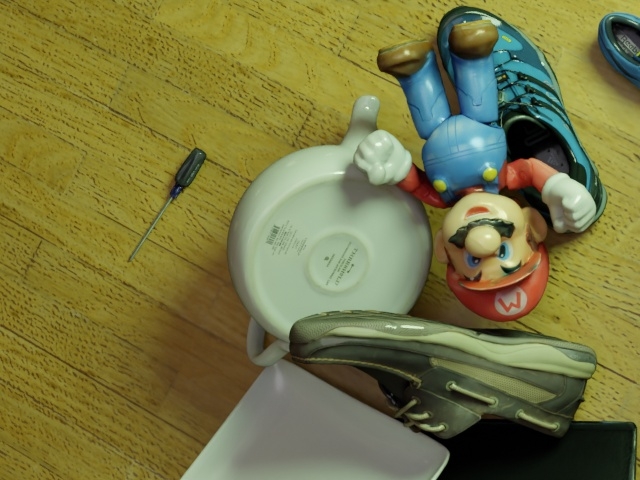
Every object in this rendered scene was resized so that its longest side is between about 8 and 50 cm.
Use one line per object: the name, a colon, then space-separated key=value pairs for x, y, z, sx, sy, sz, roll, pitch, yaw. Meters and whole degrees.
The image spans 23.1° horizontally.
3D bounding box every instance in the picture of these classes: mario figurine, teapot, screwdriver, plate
mario figurine: x=0.163 y=-0.068 z=1.667 sx=0.198 sy=0.170 sz=0.321 roll=-13 pitch=94 yaw=51
teapot: x=0.000 y=0.000 z=1.827 sx=0.256 sy=0.187 sz=0.253 roll=-22 pitch=111 yaw=-5
screwdriver: x=-0.193 y=-0.043 z=1.975 sx=0.024 sy=0.025 sz=0.170 roll=37 pitch=104 yaw=17
plate: x=-0.028 y=0.300 z=1.806 sx=0.278 sy=0.045 sz=0.277 roll=25 pitch=69 yaw=35

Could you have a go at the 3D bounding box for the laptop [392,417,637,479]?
laptop: x=0.176 y=0.441 z=1.808 sx=0.381 sy=0.236 sz=0.408 roll=-1 pitch=112 yaw=17

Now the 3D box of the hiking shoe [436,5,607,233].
hiking shoe: x=0.229 y=-0.152 z=1.793 sx=0.113 sy=0.132 sz=0.304 roll=-35 pitch=76 yaw=10

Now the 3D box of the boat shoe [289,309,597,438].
boat shoe: x=0.136 y=0.155 z=1.725 sx=0.355 sy=0.132 sz=0.130 roll=8 pitch=90 yaw=-14

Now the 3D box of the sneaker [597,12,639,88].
sneaker: x=0.397 y=-0.184 z=1.773 sx=0.209 sy=0.082 sz=0.069 roll=41 pitch=95 yaw=15
